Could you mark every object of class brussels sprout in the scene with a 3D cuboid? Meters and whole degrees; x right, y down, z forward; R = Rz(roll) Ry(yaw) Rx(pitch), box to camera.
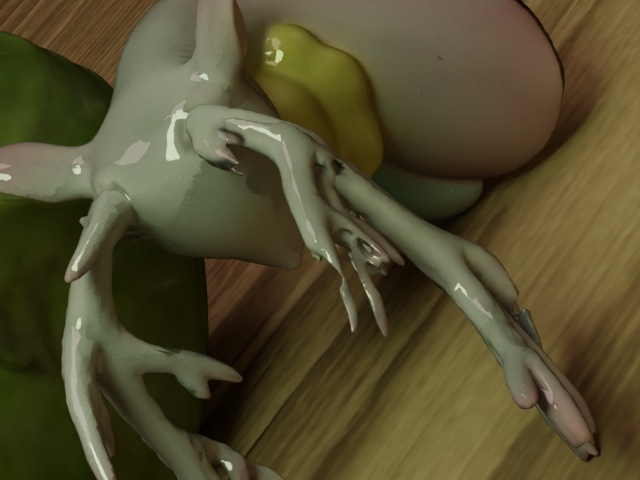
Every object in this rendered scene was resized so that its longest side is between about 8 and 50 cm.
[{"bbox_3d":[-0.190,0.054,0.847,0.247,0.328,0.328,-11,39,36],"label":"brussels sprout"}]

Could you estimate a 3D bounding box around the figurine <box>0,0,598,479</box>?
[{"bbox_3d":[0.006,-0.010,0.752,0.206,0.284,0.315,-38,-2,36],"label":"figurine"}]
